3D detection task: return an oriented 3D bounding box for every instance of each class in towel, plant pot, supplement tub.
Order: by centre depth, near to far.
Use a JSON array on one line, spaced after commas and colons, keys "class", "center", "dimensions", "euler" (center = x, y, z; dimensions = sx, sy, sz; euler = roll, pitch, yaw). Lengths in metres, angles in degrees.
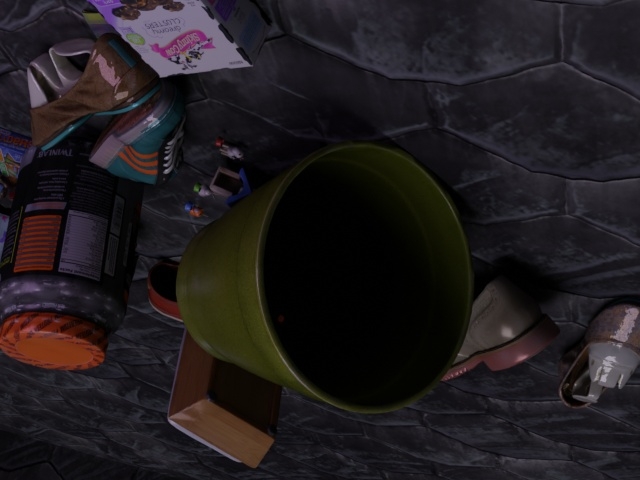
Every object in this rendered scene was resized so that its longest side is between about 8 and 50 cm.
[{"class": "towel", "center": [-0.283, -0.282, 1.490], "dimensions": [0.060, 0.009, 0.083], "euler": [6, 150, 28]}, {"class": "plant pot", "center": [-0.029, 0.064, 1.606], "dimensions": [0.366, 0.367, 0.353], "euler": [35, 156, -27]}, {"class": "supplement tub", "center": [-0.400, 0.021, 1.750], "dimensions": [0.207, 0.338, 0.207], "euler": [3, 153, 2]}]

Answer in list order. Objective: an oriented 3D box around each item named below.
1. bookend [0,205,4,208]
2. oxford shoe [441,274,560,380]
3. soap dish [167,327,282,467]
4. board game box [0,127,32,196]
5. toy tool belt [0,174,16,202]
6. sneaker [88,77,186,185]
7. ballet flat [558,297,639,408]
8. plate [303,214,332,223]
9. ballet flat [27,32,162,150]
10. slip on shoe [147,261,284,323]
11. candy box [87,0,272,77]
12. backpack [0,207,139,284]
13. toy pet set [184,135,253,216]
[{"class": "bookend", "center": [-0.683, -0.023, 2.197], "dimensions": [0.156, 0.072, 0.157], "euler": [-3, 145, 39]}, {"class": "oxford shoe", "center": [0.246, 0.135, 1.829], "dimensions": [0.147, 0.140, 0.397], "euler": [56, 153, -2]}, {"class": "soap dish", "center": [-0.178, 0.276, 2.200], "dimensions": [0.118, 0.291, 0.229], "euler": [-30, 127, 35]}, {"class": "board game box", "center": [-0.520, -0.121, 1.936], "dimensions": [0.136, 0.035, 0.201], "euler": [20, 154, 2]}, {"class": "toy tool belt", "center": [-0.574, -0.092, 1.932], "dimensions": [0.083, 0.052, 0.051], "euler": [17, 162, 7]}, {"class": "sneaker", "center": [-0.241, -0.152, 1.612], "dimensions": [0.121, 0.108, 0.302], "euler": [29, 161, -19]}, {"class": "ballet flat", "center": [0.462, 0.200, 1.777], "dimensions": [0.107, 0.106, 0.316], "euler": [18, 154, 4]}, {"class": "plate", "center": [0.000, 0.000, 1.815], "dimensions": [0.188, 0.024, 0.188], "euler": [16, 153, 8]}, {"class": "ballet flat", "center": [-0.347, -0.219, 1.552], "dimensions": [0.124, 0.116, 0.342], "euler": [53, 149, -17]}, {"class": "slip on shoe", "center": [-0.189, 0.116, 2.075], "dimensions": [0.331, 0.123, 0.101], "euler": [15, 150, 22]}, {"class": "candy box", "center": [-0.182, -0.291, 1.332], "dimensions": [0.164, 0.070, 0.196], "euler": [-1, 147, 37]}, {"class": "backpack", "center": [-0.490, 0.038, 1.978], "dimensions": [0.225, 0.191, 0.253], "euler": [14, 170, 46]}, {"class": "toy pet set", "center": [-0.140, -0.080, 1.661], "dimensions": [0.065, 0.122, 0.114], "euler": [24, 174, 9]}]
